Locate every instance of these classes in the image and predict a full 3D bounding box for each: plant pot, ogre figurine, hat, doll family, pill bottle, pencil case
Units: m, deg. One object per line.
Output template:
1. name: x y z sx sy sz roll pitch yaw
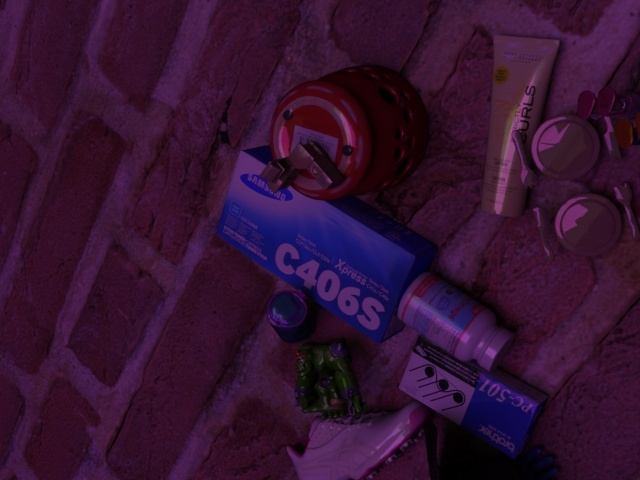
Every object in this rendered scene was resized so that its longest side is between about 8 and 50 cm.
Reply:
1. plant pot: 0.036 -0.155 1.284 0.191 0.174 0.191 8 105 32
2. ogre figurine: 0.008 0.225 1.454 0.197 0.097 0.118 156 104 -81
3. hat: 0.239 0.403 1.254 0.134 0.331 0.331 -11 98 1
4. doll family: 0.430 -0.128 1.009 0.263 0.163 0.118 -1 92 56
5. pill bottle: 0.199 0.120 1.297 0.160 0.087 0.087 33 119 23
6. pencil case: -0.046 0.124 1.435 0.070 0.151 0.064 -41 76 -7

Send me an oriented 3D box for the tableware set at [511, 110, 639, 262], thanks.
1. tableware set: 0.338 -0.074 1.174 0.128 0.039 0.194 -15 100 17

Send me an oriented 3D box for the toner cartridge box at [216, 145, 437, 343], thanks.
1. toner cartridge box: 0.000 0.000 1.410 0.348 0.075 0.165 32 118 24

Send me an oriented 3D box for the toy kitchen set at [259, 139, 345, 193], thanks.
1. toy kitchen set: -0.031 -0.079 1.197 0.075 0.068 0.083 50 123 13

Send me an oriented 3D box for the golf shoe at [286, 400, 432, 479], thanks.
1. golf shoe: 0.052 0.328 1.444 0.306 0.115 0.140 -45 73 33

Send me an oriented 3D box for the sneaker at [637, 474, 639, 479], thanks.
1. sneaker: 0.495 0.272 1.129 0.384 0.145 0.147 -58 38 34

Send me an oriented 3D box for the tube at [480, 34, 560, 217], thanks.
1. tube: 0.260 -0.154 1.200 0.070 0.062 0.240 4 104 -8

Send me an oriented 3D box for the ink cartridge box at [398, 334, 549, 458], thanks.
1. ink cartridge box: 0.225 0.226 1.323 0.207 0.046 0.097 28 110 28

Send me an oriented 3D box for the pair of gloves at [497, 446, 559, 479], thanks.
1. pair of gloves: 0.321 0.399 1.329 0.159 0.023 0.198 -42 74 37
